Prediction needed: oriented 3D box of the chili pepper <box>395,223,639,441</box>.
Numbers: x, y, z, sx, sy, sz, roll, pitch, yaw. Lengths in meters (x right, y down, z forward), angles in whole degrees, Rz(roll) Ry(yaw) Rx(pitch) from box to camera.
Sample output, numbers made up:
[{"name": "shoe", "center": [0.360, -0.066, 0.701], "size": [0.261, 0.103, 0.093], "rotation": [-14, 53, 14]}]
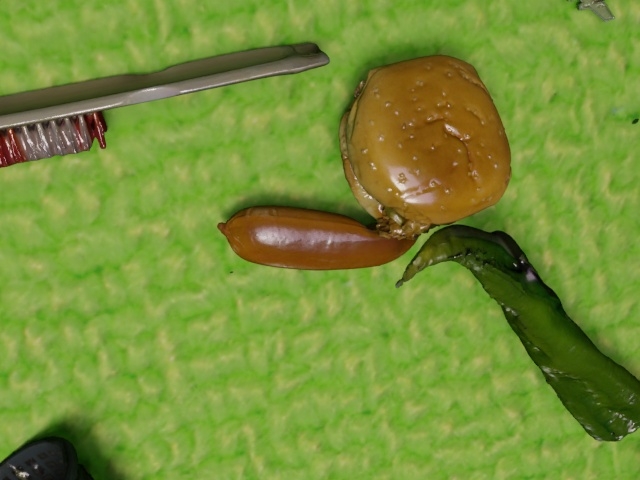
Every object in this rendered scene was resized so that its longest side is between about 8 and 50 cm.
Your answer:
[{"name": "chili pepper", "center": [0.200, 0.087, 0.681], "size": [0.085, 0.076, 0.359], "rotation": [-34, 124, 26]}]

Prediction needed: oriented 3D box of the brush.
[{"name": "brush", "center": [-0.150, -0.108, 0.598], "size": [0.321, 0.060, 0.050], "rotation": [-13, 118, -7]}]

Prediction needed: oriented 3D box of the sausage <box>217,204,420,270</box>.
[{"name": "sausage", "center": [0.000, 0.000, 0.651], "size": [0.183, 0.062, 0.054], "rotation": [5, 85, -14]}]

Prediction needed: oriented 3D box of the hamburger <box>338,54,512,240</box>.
[{"name": "hamburger", "center": [0.086, -0.079, 0.622], "size": [0.138, 0.083, 0.147], "rotation": [-17, 84, -12]}]

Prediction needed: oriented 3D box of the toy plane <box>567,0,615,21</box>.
[{"name": "toy plane", "center": [0.238, -0.239, 0.650], "size": [0.111, 0.040, 0.102], "rotation": [-19, 117, -8]}]

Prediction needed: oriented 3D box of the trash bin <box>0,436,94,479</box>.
[{"name": "trash bin", "center": [-0.221, 0.283, 0.633], "size": [0.175, 0.175, 0.161], "rotation": [-42, 118, 1]}]
